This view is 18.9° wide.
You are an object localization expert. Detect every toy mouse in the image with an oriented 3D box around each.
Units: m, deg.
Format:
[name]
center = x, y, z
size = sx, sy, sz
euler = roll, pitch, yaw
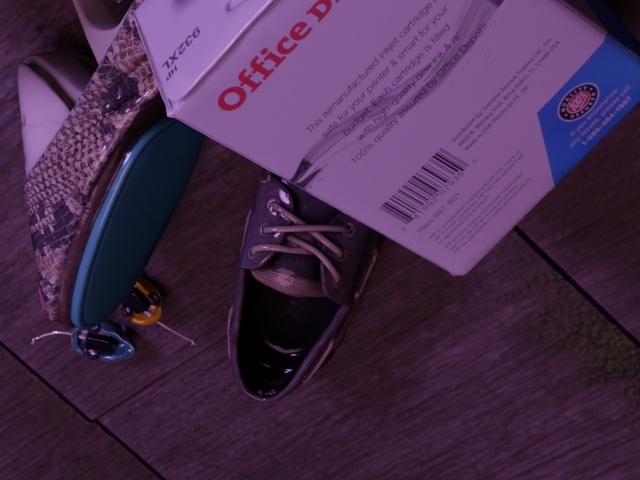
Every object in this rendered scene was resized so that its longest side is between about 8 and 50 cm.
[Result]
[toy mouse]
center = -0.213, 0.061, 1.779
size = 0.143, 0.031, 0.161
euler = -29, 115, 31

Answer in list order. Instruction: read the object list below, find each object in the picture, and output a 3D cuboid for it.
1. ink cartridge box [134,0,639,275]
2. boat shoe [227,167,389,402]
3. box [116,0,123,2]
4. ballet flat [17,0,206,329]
[ink cartridge box]
center = 0.056, -0.139, 1.385
size = 0.307, 0.129, 0.223
euler = 29, 115, -38
[boat shoe]
center = 0.000, 0.000, 1.609
size = 0.132, 0.130, 0.355
euler = 14, 129, 4
[box]
center = -0.082, -0.333, 1.226
size = 0.307, 0.076, 0.242
euler = -32, 95, 33
[ballet flat]
center = -0.143, -0.147, 1.541
size = 0.182, 0.164, 0.482
euler = 41, 123, 10
